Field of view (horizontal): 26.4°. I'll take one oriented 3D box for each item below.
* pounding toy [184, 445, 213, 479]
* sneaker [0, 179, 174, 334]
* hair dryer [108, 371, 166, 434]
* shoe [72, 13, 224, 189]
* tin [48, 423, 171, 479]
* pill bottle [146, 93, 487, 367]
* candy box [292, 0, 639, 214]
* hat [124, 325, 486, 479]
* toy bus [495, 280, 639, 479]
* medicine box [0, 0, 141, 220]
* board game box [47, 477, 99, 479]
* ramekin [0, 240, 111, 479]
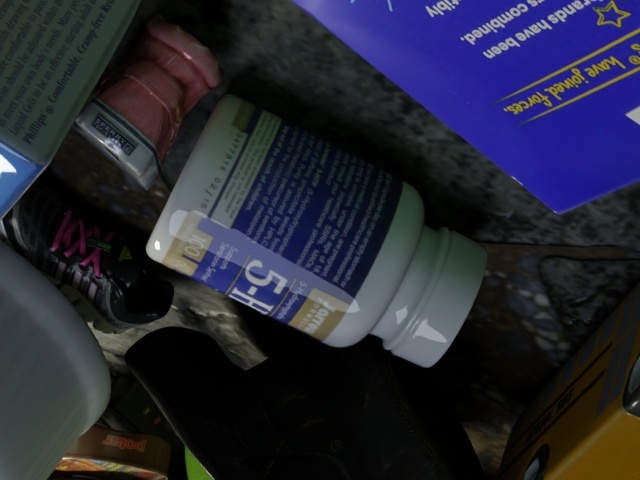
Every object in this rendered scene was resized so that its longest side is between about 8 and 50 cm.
[{"bbox_3d":[-0.073,0.209,1.069,0.237,0.110,0.183,44,-179,44],"label":"pounding toy"},{"bbox_3d":[-0.165,0.010,0.991,0.075,0.063,0.170,-7,139,32],"label":"sneaker"},{"bbox_3d":[-0.299,0.115,1.209,0.293,0.080,0.223,41,144,-26],"label":"hair dryer"},{"bbox_3d":[-0.101,-0.081,0.817,0.063,0.081,0.178,41,175,-7],"label":"shoe"},{"bbox_3d":[-0.195,0.195,1.220,0.106,0.040,0.190,17,160,-15],"label":"tin"},{"bbox_3d":[0.000,0.000,0.826,0.187,0.112,0.112,26,148,-6],"label":"pill bottle"},{"bbox_3d":[0.086,-0.174,0.508,0.317,0.122,0.268,38,144,-21],"label":"candy box"},{"bbox_3d":[0.024,0.140,0.952,0.331,0.134,0.331,42,-172,-7],"label":"hat"},{"bbox_3d":[0.210,0.113,0.846,0.108,0.130,0.332,24,148,0],"label":"toy bus"},{"bbox_3d":[-0.294,-0.123,0.791,0.289,0.149,0.263,32,146,-16],"label":"medicine box"},{"bbox_3d":[-0.180,0.274,1.330,0.165,0.042,0.243,-5,158,34],"label":"board game box"},{"bbox_3d":[-0.308,0.105,1.012,0.277,0.135,0.277,17,142,14],"label":"ramekin"}]
